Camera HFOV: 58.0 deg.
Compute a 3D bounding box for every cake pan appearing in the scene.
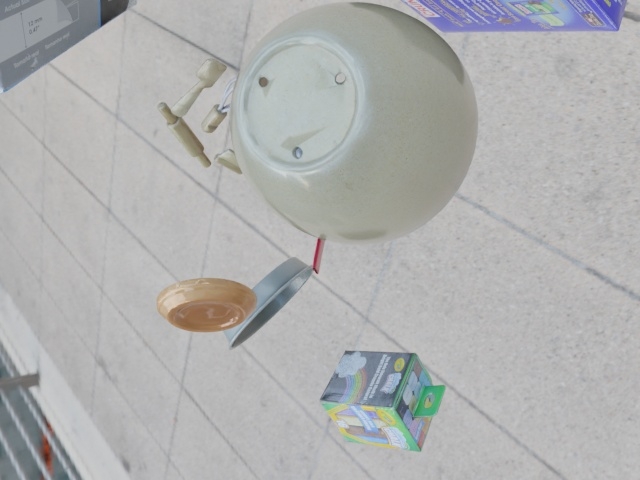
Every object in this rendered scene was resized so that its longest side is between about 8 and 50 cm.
[{"bbox_3d":[-0.133,0.148,1.416,0.054,0.293,0.293,44,130,8],"label":"cake pan"}]

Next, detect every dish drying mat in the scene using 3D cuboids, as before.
[{"bbox_3d":[0.000,0.000,0.751,0.008,0.032,0.083,8,71,11],"label":"dish drying mat"}]

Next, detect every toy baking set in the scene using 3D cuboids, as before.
[{"bbox_3d":[-0.163,-0.199,0.957,0.197,0.256,0.030,-10,57,20],"label":"toy baking set"}]

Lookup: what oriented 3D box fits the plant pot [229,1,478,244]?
[{"bbox_3d":[0.015,-0.131,0.622,0.284,0.191,0.284,1,94,21],"label":"plant pot"}]

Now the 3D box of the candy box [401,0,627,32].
[{"bbox_3d":[0.246,-0.408,0.839,0.317,0.268,0.122,20,96,45],"label":"candy box"}]

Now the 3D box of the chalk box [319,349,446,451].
[{"bbox_3d":[0.134,0.299,1.085,0.213,0.132,0.132,-5,127,37],"label":"chalk box"}]

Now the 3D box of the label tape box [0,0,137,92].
[{"bbox_3d":[-0.266,-0.343,0.493,0.115,0.249,0.347,21,133,3],"label":"label tape box"}]

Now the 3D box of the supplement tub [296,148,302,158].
[{"bbox_3d":[0.017,-0.174,1.173,0.193,0.316,0.193,-172,90,-70],"label":"supplement tub"}]

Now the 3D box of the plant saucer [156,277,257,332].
[{"bbox_3d":[-0.227,0.137,1.157,0.200,0.200,0.037,-42,43,43],"label":"plant saucer"}]
